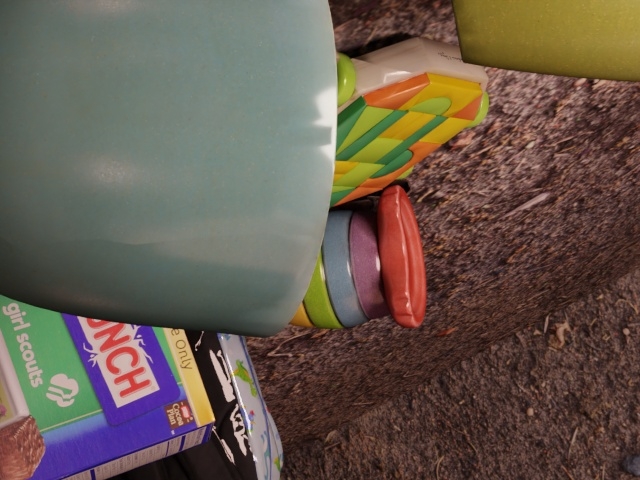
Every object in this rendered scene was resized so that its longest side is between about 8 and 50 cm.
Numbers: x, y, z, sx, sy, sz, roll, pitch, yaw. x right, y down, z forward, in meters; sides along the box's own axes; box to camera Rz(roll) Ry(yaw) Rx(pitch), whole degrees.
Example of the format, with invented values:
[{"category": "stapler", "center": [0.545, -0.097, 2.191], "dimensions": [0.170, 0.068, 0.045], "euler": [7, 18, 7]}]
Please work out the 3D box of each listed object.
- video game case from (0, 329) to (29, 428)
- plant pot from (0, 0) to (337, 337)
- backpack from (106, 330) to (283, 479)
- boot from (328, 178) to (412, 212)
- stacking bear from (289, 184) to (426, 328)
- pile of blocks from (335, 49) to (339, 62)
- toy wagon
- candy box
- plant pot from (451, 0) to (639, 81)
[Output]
[{"category": "video game case", "center": [-0.410, 0.114, 1.012], "dimensions": [0.193, 0.212, 0.023], "euler": [-25, 166, 4]}, {"category": "plant pot", "center": [-0.149, -0.078, 0.714], "dimensions": [0.235, 0.292, 0.293], "euler": [2, 153, -21]}, {"category": "backpack", "center": [-0.193, 0.262, 1.453], "dimensions": [0.290, 0.355, 0.273], "euler": [-26, 162, 6]}, {"category": "boot", "center": [0.000, 0.000, 1.436], "dimensions": [0.249, 0.090, 0.206], "euler": [-12, 145, -17]}, {"category": "stacking bear", "center": [-0.019, 0.042, 1.318], "dimensions": [0.289, 0.175, 0.164], "euler": [-8, 172, 14]}, {"category": "pile of blocks", "center": [-0.137, -0.076, 0.970], "dimensions": [0.362, 0.112, 0.149], "euler": [-29, 161, 17]}, {"category": "toy wagon", "center": [0.026, -0.105, 1.149], "dimensions": [0.267, 0.068, 0.344], "euler": [0, 151, -49]}, {"category": "candy box", "center": [-0.306, 0.139, 1.117], "dimensions": [0.317, 0.268, 0.122], "euler": [-18, 164, -18]}, {"category": "plant pot", "center": [0.246, -0.237, 0.812], "dimensions": [0.294, 0.274, 0.275], "euler": [-10, 163, 10]}]
